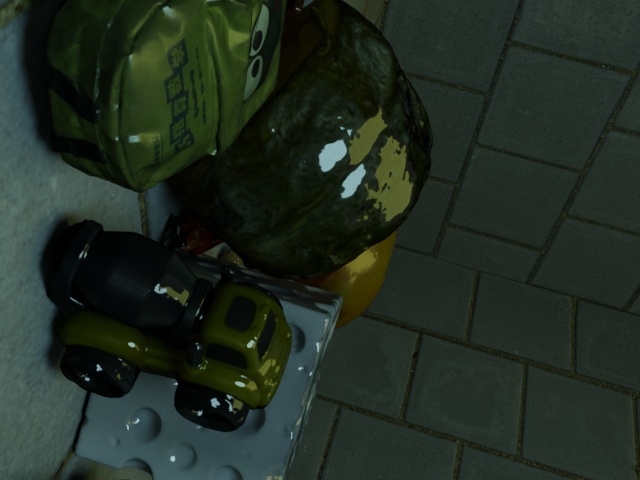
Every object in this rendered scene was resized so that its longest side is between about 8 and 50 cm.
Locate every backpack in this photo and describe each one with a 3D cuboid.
[{"bbox_3d":[-0.125,-0.158,0.538,0.207,0.139,0.253,100,15,-46],"label":"backpack"}]

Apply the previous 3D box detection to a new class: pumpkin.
[{"bbox_3d":[-0.016,-0.112,0.794,0.225,0.256,0.303,41,69,-34],"label":"pumpkin"}]

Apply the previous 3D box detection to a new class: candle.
[{"bbox_3d":[-0.154,-0.021,0.943,0.302,0.059,0.084,-60,142,-74],"label":"candle"}]

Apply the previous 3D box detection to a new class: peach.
[{"bbox_3d":[-0.002,-0.001,1.299,0.372,0.289,0.373,16,90,-80],"label":"peach"}]

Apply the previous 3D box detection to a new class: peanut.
[{"bbox_3d":[-0.162,0.068,1.155,0.054,0.053,0.113,-38,140,-80],"label":"peanut"}]

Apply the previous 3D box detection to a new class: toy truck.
[{"bbox_3d":[-0.134,0.069,0.613,0.165,0.224,0.147,108,2,-56],"label":"toy truck"}]

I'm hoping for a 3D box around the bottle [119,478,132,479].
[{"bbox_3d":[-0.236,0.339,0.657,0.347,0.168,0.169,88,18,-79],"label":"bottle"}]

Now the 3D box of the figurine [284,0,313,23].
[{"bbox_3d":[-0.061,-0.367,0.675,0.284,0.204,0.338,-68,163,10],"label":"figurine"}]

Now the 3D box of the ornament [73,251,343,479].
[{"bbox_3d":[-0.123,0.158,0.839,0.240,0.239,0.239,-5,111,-84],"label":"ornament"}]
